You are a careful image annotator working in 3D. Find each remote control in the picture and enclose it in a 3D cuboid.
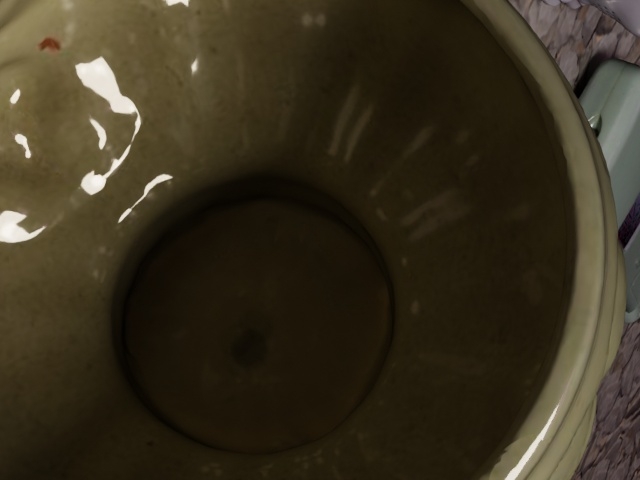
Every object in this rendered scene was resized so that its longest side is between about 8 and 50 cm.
[{"bbox_3d":[0.242,-0.033,1.470,0.140,0.056,0.296,-60,155,-7],"label":"remote control"}]

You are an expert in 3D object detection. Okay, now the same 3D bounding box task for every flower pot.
[{"bbox_3d":[-0.034,0.026,0.773,0.307,0.307,0.244,-60,170,-12],"label":"flower pot"}]

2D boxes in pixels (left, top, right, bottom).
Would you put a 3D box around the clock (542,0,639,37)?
[{"bbox_3d":[0.197,-0.184,1.192,0.080,0.117,0.176,-65,153,-3],"label":"clock"}]
